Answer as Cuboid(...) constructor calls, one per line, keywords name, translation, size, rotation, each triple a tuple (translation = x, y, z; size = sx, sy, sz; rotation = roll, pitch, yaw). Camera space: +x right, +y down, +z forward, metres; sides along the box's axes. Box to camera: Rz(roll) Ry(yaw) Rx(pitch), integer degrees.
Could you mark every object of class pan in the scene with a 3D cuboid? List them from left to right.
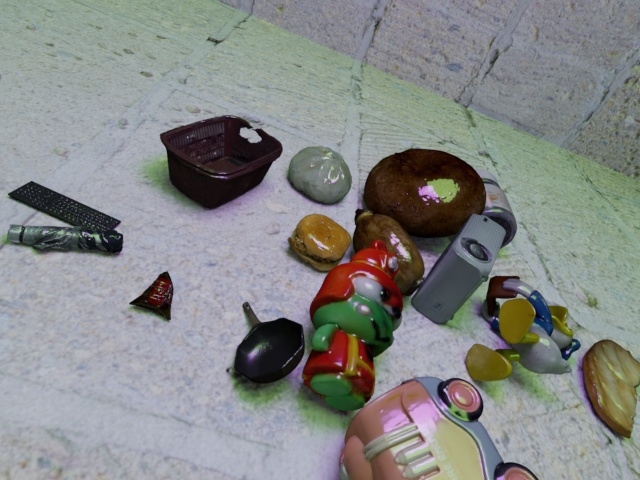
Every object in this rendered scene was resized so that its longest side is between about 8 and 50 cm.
Cuboid(name="pan", translation=(-0.085, 0.178, 0.783), size=(0.129, 0.048, 0.202), rotation=(-17, 31, 8))

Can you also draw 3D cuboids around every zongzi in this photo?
Cuboid(name="zongzi", translation=(-0.288, 0.110, 0.781), size=(0.073, 0.067, 0.083), rotation=(41, 57, 0))

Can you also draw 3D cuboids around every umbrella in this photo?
Cuboid(name="umbrella", translation=(-0.469, -0.004, 0.801), size=(0.189, 0.046, 0.050), rotation=(7, 21, -22))

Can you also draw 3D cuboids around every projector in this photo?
Cuboid(name="projector", translation=(0.349, 0.065, 1.070), size=(0.108, 0.198, 0.250), rotation=(36, 38, 13))

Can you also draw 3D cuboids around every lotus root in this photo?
Cuboid(name="lotus root", translation=(0.156, 0.022, 1.049), size=(0.129, 0.145, 0.260), rotation=(-17, 58, -28))

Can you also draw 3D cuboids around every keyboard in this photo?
Cuboid(name="keyboard", translation=(-0.516, -0.064, 0.874), size=(0.203, 0.011, 0.067), rotation=(25, 36, -3))

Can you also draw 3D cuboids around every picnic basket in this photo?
Cuboid(name="picnic basket", translation=(-0.253, -0.198, 1.089), size=(0.223, 0.129, 0.297), rotation=(33, 37, 12))

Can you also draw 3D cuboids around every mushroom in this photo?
Cuboid(name="mushroom", translation=(0.298, -0.146, 1.270), size=(0.346, 0.238, 0.345), rotation=(-20, 26, 10))

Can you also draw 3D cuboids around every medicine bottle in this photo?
Cuboid(name="medicine bottle", translation=(0.524, -0.103, 1.399), size=(0.165, 0.165, 0.273), rotation=(20, 38, -8))

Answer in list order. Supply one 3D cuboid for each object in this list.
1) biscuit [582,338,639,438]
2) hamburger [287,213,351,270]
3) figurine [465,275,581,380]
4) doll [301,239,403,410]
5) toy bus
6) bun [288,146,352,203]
Cuboid(name="biscuit", translation=(0.730, 0.350, 1.082), size=(0.154, 0.045, 0.299), rotation=(44, 42, 21))
Cuboid(name="hamburger", translation=(0.000, 0.000, 1.041), size=(0.138, 0.083, 0.147), rotation=(33, 34, 9))
Cuboid(name="figurine", translation=(0.497, 0.219, 1.047), size=(0.339, 0.204, 0.283), rotation=(21, 29, -27))
Cuboid(name="doll", translation=(0.071, 0.137, 0.836), size=(0.182, 0.160, 0.362), rotation=(48, 49, -26))
Cuboid(name="toy bus", translation=(0.153, 0.353, 0.632), size=(0.232, 0.194, 0.287), rotation=(-5, 47, -24))
Cuboid(name="bun", translation=(0.006, -0.201, 1.255), size=(0.196, 0.118, 0.195), rotation=(18, 40, -16))
